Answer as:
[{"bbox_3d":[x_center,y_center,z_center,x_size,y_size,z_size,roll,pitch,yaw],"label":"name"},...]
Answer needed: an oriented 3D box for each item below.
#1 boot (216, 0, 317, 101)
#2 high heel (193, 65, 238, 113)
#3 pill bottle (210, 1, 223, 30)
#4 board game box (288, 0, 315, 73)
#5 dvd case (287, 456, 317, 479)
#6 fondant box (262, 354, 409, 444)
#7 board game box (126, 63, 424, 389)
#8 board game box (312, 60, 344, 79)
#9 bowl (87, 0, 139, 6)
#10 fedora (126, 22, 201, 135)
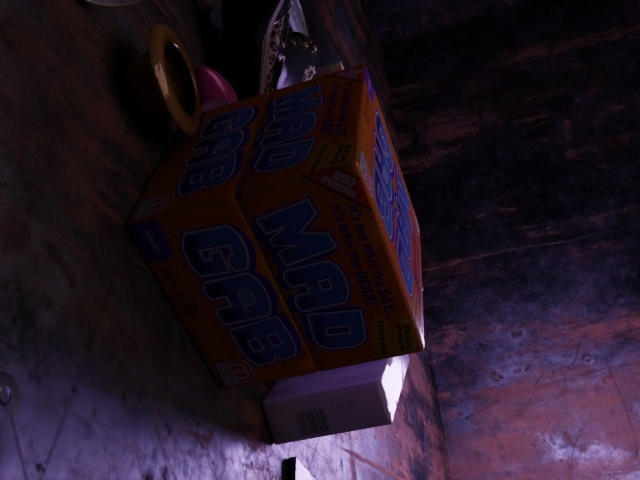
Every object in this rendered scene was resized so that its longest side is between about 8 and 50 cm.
[{"bbox_3d":[-0.100,-0.462,1.656,0.284,0.138,0.378,-15,115,-70],"label":"boot"},{"bbox_3d":[-0.190,-0.213,1.445,0.244,0.082,0.117,78,1,-48],"label":"high heel"},{"bbox_3d":[-0.203,-0.497,1.664,0.116,0.065,0.065,-58,132,-69],"label":"pill bottle"},{"bbox_3d":[-0.122,-0.703,2.073,0.390,0.050,0.390,-100,166,-47],"label":"board game box"},{"bbox_3d":[-0.026,0.573,1.455,0.180,0.022,0.253,60,22,-43],"label":"dvd case"},{"bbox_3d":[0.045,0.284,1.545,0.330,0.238,0.096,-48,123,-72],"label":"fondant box"},{"bbox_3d":[-0.045,-0.025,1.273,0.356,0.356,0.357,-82,153,-55],"label":"board game box"},{"bbox_3d":[0.023,-0.368,2.214,0.144,0.142,0.275,56,25,-52],"label":"board game box"},{"bbox_3d":[-0.306,-0.433,1.087,0.170,0.170,0.080,55,12,-53],"label":"bowl"},{"bbox_3d":[-0.260,-0.255,1.228,0.194,0.079,0.195,-12,90,-81],"label":"fedora"}]
